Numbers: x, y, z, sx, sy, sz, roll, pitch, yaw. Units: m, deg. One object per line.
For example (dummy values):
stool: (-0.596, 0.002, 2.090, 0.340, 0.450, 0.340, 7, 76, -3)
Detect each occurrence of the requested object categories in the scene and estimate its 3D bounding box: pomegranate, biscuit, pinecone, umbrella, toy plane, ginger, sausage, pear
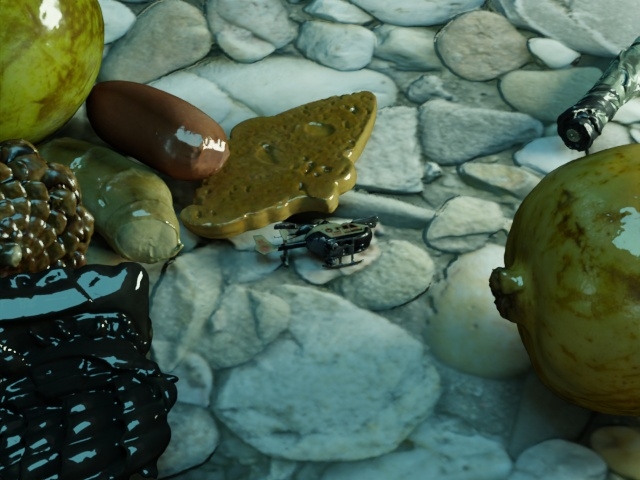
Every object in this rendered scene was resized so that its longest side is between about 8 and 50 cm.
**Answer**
pomegranate: (0.249, 0.032, 1.437, 0.248, 0.248, 0.248, 1, 42, -1)
biscuit: (-0.033, -0.073, 1.687, 0.162, 0.035, 0.250, 32, 54, 31)
pinecone: (-0.270, -0.012, 1.536, 0.173, 0.173, 0.173, 1, 42, -1)
umbrella: (0.291, -0.146, 1.773, 0.050, 0.046, 0.188, 26, 43, 20)
toy plane: (0.000, 0.000, 1.615, 0.120, 0.031, 0.049, -9, 38, -14)
ginger: (-0.197, -0.040, 1.626, 0.190, 0.069, 0.095, 22, 66, 21)
sausage: (-0.153, -0.105, 1.673, 0.077, 0.077, 0.194, -27, 34, -28)
pear: (-0.340, -0.197, 1.664, 0.283, 0.283, 0.283, 1, 42, -1)

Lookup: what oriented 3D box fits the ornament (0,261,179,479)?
ornament: (-0.231, 0.152, 1.404, 0.251, 0.106, 0.260, -8, 48, -7)
